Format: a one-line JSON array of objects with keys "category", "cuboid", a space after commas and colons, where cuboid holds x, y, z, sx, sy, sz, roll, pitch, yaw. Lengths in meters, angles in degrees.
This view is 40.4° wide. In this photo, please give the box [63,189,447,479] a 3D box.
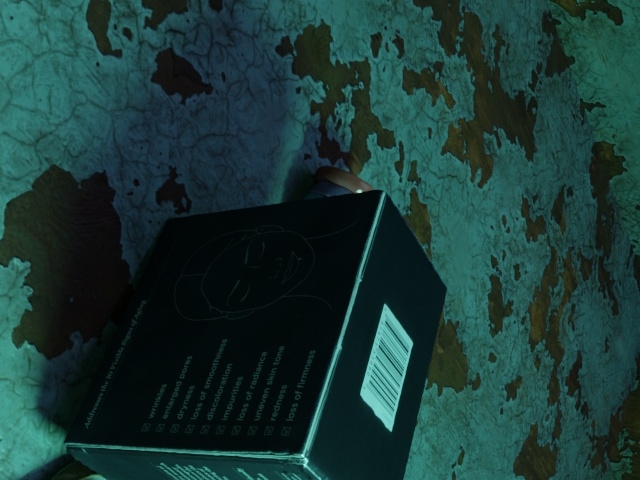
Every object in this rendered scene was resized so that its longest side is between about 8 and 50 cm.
[{"category": "box", "cuboid": [-0.091, 0.203, 1.466, 0.297, 0.471, 0.480, 53, 44, -41]}]

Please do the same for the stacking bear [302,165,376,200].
[{"category": "stacking bear", "cuboid": [0.000, 0.000, 1.878, 0.289, 0.175, 0.164, -62, 165, -11]}]

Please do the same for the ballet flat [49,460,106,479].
[{"category": "ballet flat", "cuboid": [-0.425, 0.445, 1.390, 0.342, 0.124, 0.116, -17, 107, -50]}]
